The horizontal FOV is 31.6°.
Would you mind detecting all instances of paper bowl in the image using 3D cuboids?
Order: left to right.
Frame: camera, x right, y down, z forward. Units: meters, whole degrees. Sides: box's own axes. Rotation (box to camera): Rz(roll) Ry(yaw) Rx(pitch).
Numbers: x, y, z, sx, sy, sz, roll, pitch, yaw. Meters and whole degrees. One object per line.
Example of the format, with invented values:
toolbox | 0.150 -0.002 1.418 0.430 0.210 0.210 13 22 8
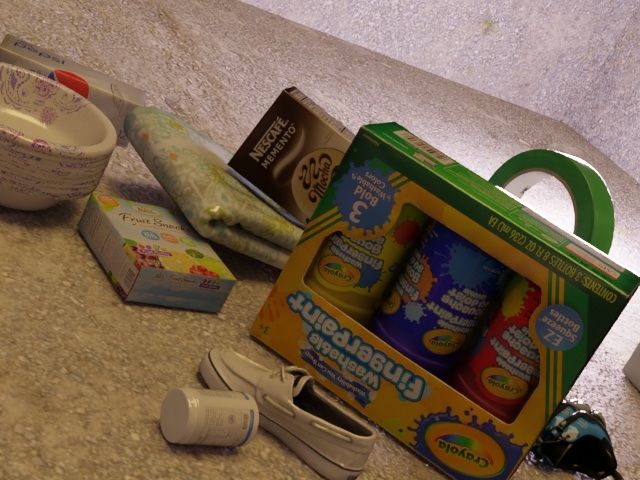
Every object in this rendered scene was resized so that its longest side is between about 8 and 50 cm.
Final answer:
paper bowl | -0.471 -0.152 1.750 0.284 0.148 0.284 25 20 -10

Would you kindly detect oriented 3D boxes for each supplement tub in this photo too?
supplement tub | -0.137 0.219 1.403 0.107 0.071 0.071 12 26 -37

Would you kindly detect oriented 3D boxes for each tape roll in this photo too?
tape roll | 0.467 -0.030 2.393 0.077 0.321 0.321 11 27 -41

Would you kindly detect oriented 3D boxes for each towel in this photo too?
towel | -0.143 -0.076 1.974 0.374 0.090 0.320 24 16 -47

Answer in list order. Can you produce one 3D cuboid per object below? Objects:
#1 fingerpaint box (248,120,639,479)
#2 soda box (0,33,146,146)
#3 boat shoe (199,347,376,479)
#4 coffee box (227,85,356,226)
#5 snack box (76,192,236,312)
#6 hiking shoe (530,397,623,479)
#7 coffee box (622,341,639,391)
fingerpaint box | 0.175 0.096 1.659 0.444 0.371 0.163 35 20 15
soda box | -0.477 -0.283 2.133 0.286 0.091 0.098 22 22 -15
boat shoe | -0.043 0.212 1.511 0.267 0.088 0.096 37 22 22
coffee box | 0.011 -0.111 1.958 0.297 0.168 0.119 37 13 -2
snack box | -0.253 0.018 1.732 0.174 0.070 0.207 11 25 -41
hiking shoe | 0.349 0.287 1.794 0.304 0.113 0.132 20 21 -20
coffee box | 0.879 0.250 2.230 0.338 0.338 0.334 16 24 -29
